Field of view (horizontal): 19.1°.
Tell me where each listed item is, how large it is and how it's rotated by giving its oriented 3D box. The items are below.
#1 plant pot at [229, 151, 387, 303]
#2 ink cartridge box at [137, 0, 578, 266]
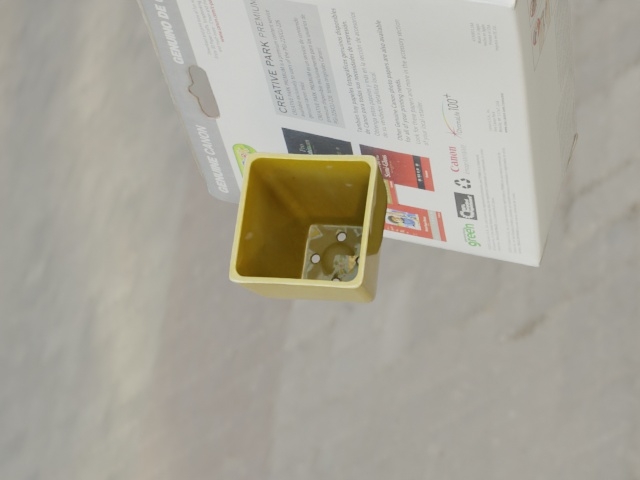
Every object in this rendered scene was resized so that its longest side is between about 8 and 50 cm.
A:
[{"bbox_3d":[0.000,0.000,1.140,0.083,0.081,0.081,51,-136,-66],"label":"plant pot"},{"bbox_3d":[0.033,-0.136,1.350,0.309,0.272,0.130,76,-151,-56],"label":"ink cartridge box"}]
